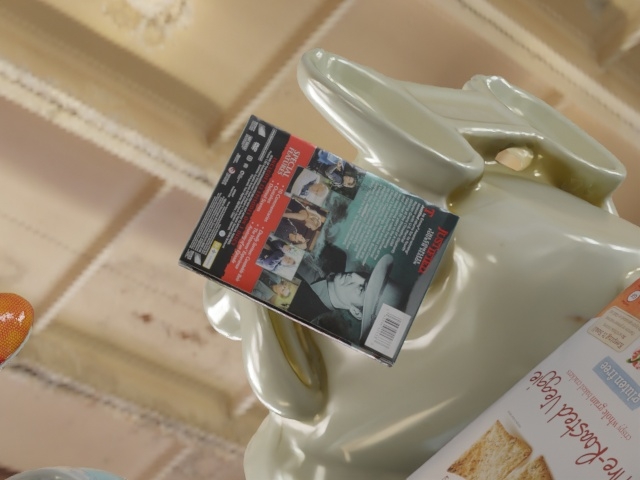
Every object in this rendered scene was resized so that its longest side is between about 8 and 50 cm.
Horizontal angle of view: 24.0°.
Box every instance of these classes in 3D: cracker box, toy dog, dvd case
[{"bbox_3d":[0.126,0.137,0.785,0.232,0.156,0.067,-42,-71,3],"label":"cracker box"},{"bbox_3d":[0.088,0.111,1.171,0.284,0.395,0.408,-8,-49,-53],"label":"toy dog"},{"bbox_3d":[0.000,0.000,0.757,0.119,0.087,0.013,25,-15,-1],"label":"dvd case"}]

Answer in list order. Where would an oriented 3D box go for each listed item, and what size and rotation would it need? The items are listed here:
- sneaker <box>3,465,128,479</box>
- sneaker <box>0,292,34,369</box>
[{"bbox_3d":[-0.272,0.286,1.118,0.366,0.135,0.150,-28,-18,15],"label":"sneaker"},{"bbox_3d":[-0.258,0.064,0.952,0.175,0.064,0.067,-20,-46,-36],"label":"sneaker"}]
